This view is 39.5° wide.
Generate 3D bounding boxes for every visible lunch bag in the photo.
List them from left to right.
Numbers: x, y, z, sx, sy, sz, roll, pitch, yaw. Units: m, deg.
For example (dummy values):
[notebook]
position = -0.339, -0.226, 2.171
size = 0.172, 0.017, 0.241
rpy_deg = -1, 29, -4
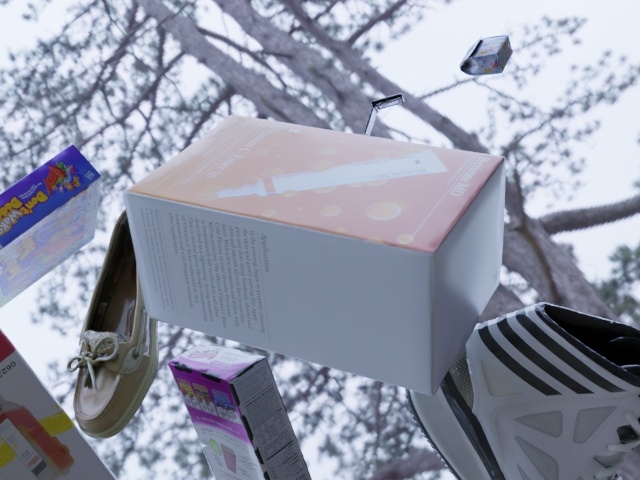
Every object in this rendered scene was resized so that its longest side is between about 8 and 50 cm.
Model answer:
[lunch bag]
position = 0.300, -0.339, 1.634
size = 0.071, 0.083, 0.053
rpy_deg = -56, -48, -38

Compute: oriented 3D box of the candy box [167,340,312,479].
[candy box]
position = -0.106, 0.264, 1.232
size = 0.071, 0.159, 0.233
rpy_deg = -30, -69, -34

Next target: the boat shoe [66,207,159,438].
[boat shoe]
position = -0.254, 0.099, 1.104
size = 0.105, 0.285, 0.089
rpy_deg = -3, -27, 26

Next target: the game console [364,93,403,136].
[game console]
position = 0.148, -0.288, 2.067
size = 0.107, 0.071, 0.122
rpy_deg = -15, 1, 7

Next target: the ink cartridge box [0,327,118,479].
[ink cartridge box]
position = -0.511, 0.297, 1.280
size = 0.279, 0.160, 0.384
rpy_deg = -40, -61, -23

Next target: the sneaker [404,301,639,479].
[sneaker]
position = 0.314, 0.264, 1.006
size = 0.258, 0.447, 0.169
rpy_deg = -30, 13, 28

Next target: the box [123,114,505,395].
[box]
position = 0.000, 0.000, 0.962
size = 0.215, 0.345, 0.168
rpy_deg = -47, -39, -49

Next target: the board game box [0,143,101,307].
[board game box]
position = -0.519, -0.015, 1.615
size = 0.233, 0.078, 0.347
rpy_deg = -41, -3, -23
